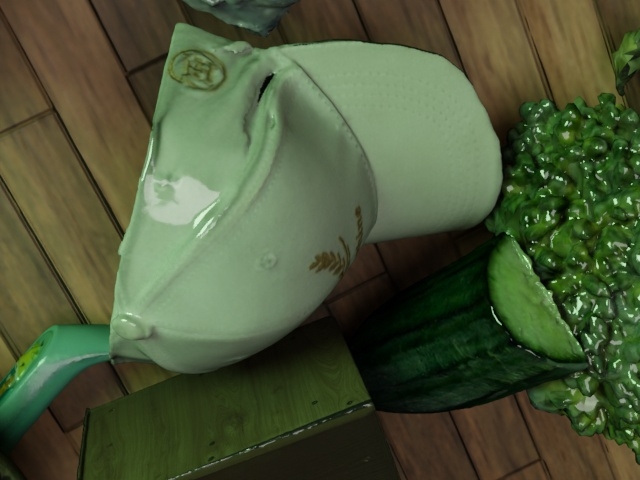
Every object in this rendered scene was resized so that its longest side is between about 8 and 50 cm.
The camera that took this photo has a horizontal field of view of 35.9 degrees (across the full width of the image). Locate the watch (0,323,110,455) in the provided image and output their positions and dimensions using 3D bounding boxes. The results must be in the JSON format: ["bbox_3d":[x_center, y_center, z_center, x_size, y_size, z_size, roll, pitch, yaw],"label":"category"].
[{"bbox_3d":[-0.193,0.176,0.829,0.195,0.068,0.237,40,93,-23],"label":"watch"}]

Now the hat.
[{"bbox_3d":[-0.006,-0.005,0.705,0.301,0.168,0.258,-5,143,-18],"label":"hat"}]

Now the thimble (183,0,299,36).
[{"bbox_3d":[-0.042,-0.265,0.635,0.172,0.205,0.236,36,101,-22],"label":"thimble"}]

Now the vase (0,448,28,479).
[{"bbox_3d":[-0.357,0.218,0.705,0.302,0.330,0.241,-19,154,21],"label":"vase"}]

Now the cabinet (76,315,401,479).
[{"bbox_3d":[-0.052,0.192,0.754,0.215,0.148,0.175,-21,113,-2],"label":"cabinet"}]

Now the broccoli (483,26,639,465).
[{"bbox_3d":[0.295,0.002,0.760,0.334,0.272,0.324,-21,107,10],"label":"broccoli"}]

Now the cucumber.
[{"bbox_3d":[0.085,0.088,0.776,0.063,0.244,0.115,-12,74,-36],"label":"cucumber"}]
